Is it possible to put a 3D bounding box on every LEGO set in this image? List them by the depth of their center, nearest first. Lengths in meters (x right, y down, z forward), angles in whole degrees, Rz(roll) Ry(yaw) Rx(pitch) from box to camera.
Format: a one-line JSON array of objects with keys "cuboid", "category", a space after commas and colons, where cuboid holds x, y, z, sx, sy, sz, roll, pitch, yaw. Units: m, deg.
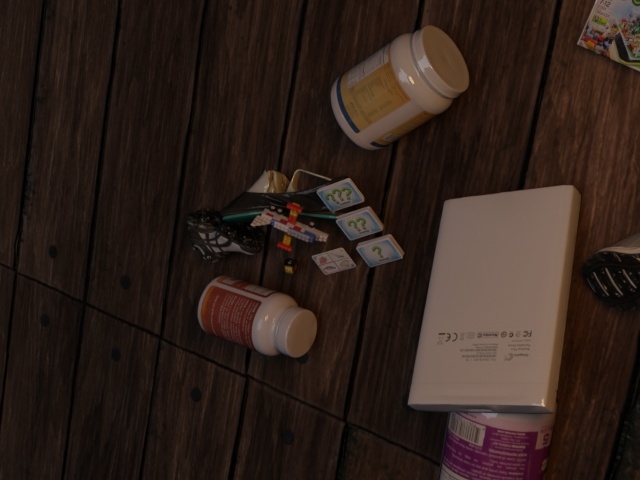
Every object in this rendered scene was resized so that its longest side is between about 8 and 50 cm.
[{"cuboid": [0.000, 0.000, 1.886, 0.244, 0.060, 0.182, -16, 122, 38], "category": "LEGO set"}]

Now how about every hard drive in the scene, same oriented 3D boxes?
[{"cuboid": [0.269, 0.091, 1.643, 0.233, 0.047, 0.353, -6, 61, 38], "category": "hard drive"}]

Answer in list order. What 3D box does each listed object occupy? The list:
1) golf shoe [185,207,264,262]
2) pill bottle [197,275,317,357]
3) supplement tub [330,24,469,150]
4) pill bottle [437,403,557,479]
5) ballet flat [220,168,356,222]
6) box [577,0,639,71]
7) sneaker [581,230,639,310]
[{"cuboid": [-0.183, 0.005, 2.082, 0.198, 0.077, 0.094, 24, 119, 41], "category": "golf shoe"}, {"cuboid": [-0.117, 0.147, 2.005, 0.216, 0.121, 0.121, 16, 104, 36], "category": "pill bottle"}, {"cuboid": [0.131, -0.252, 1.761, 0.199, 0.144, 0.144, -29, 77, 35], "category": "supplement tub"}, {"cuboid": [0.272, 0.378, 1.696, 0.169, 0.169, 0.302, 16, 104, 36], "category": "pill bottle"}, {"cuboid": [-0.057, -0.081, 1.965, 0.280, 0.095, 0.096, 0, 84, 27], "category": "ballet flat"}, {"cuboid": [0.488, -0.299, 1.548, 0.207, 0.036, 0.114, 32, 112, 31], "category": "box"}, {"cuboid": [0.494, 0.022, 1.545, 0.100, 0.108, 0.271, 58, 141, 1], "category": "sneaker"}]
